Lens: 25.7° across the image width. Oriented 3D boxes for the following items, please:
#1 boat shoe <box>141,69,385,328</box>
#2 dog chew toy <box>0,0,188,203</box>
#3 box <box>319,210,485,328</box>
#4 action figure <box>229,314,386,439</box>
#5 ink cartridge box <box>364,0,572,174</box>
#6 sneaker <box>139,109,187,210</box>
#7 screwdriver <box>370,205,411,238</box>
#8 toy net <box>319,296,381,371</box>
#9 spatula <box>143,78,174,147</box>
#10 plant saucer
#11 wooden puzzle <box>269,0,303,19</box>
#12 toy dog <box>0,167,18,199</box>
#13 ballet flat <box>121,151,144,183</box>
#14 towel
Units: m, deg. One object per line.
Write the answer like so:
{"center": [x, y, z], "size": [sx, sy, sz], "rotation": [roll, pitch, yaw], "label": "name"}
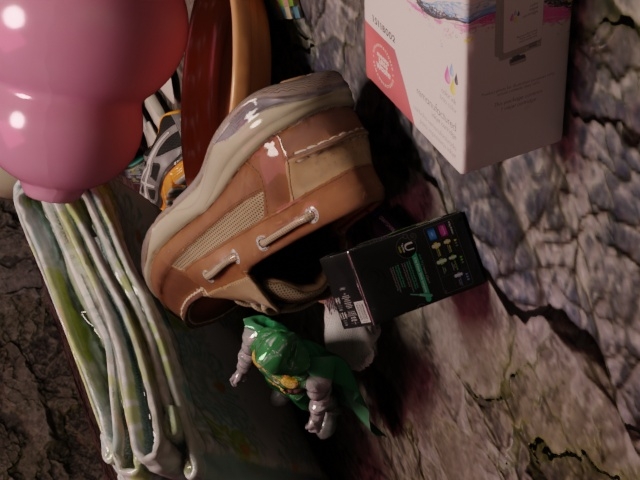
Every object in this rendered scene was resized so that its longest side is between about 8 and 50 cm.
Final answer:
{"center": [-0.045, 0.003, 1.036], "size": [0.116, 0.123, 0.324], "rotation": [58, 152, 13], "label": "boat shoe"}
{"center": [-0.189, -0.193, 1.100], "size": [0.206, 0.207, 0.331], "rotation": [-148, 66, -62], "label": "dog chew toy"}
{"center": [0.053, 0.020, 0.911], "size": [0.052, 0.083, 0.062], "rotation": [70, 161, -1], "label": "box"}
{"center": [-0.020, 0.102, 1.065], "size": [0.137, 0.063, 0.232], "rotation": [31, 169, 15], "label": "action figure"}
{"center": [0.073, -0.150, 0.716], "size": [0.115, 0.067, 0.198], "rotation": [-128, 27, -46], "label": "ink cartridge box"}
{"center": [-0.148, -0.059, 1.429], "size": [0.215, 0.084, 0.083], "rotation": [-48, 59, 59], "label": "sneaker"}
{"center": [0.035, -0.029, 1.028], "size": [0.025, 0.024, 0.170], "rotation": [-67, 28, 20], "label": "screwdriver"}
{"center": [0.000, 0.000, 1.119], "size": [0.232, 0.045, 0.122], "rotation": [55, 141, 34], "label": "toy net"}
{"center": [-0.201, -0.186, 1.549], "size": [0.168, 0.019, 0.242], "rotation": [89, 159, -43], "label": "spatula"}
{"center": [-0.076, -0.126, 1.134], "size": [0.200, 0.037, 0.200], "rotation": [-177, 90, -73], "label": "plant saucer"}
{"center": [-0.031, -0.192, 1.066], "size": [0.083, 0.006, 0.049], "rotation": [18, 124, 68], "label": "wooden puzzle"}
{"center": [-0.353, -0.231, 1.489], "size": [0.408, 0.285, 0.395], "rotation": [111, 140, -61], "label": "toy dog"}
{"center": [-0.223, -0.084, 1.675], "size": [0.114, 0.041, 0.041], "rotation": [-154, 48, -66], "label": "ballet flat"}
{"center": [-0.122, 0.105, 1.286], "size": [0.320, 0.090, 0.374], "rotation": [66, -169, 24], "label": "towel"}
